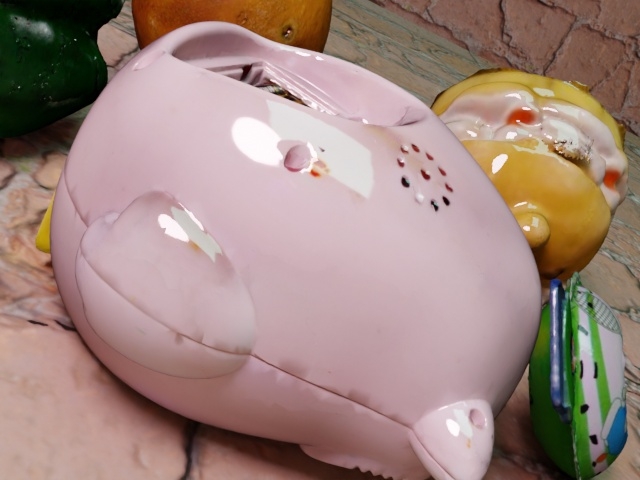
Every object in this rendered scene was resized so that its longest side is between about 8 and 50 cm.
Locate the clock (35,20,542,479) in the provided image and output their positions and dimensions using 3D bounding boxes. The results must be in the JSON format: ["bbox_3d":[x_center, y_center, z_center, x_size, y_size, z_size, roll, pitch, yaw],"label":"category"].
[{"bbox_3d":[0.000,0.000,0.595,0.376,0.250,0.368,34,25,10],"label":"clock"}]

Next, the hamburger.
[{"bbox_3d":[0.227,-0.048,0.914,0.276,0.276,0.237,27,56,-4],"label":"hamburger"}]

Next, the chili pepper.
[{"bbox_3d":[-0.326,-0.228,0.720,0.248,0.233,0.256,39,22,11],"label":"chili pepper"}]

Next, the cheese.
[{"bbox_3d":[0.226,0.118,0.660,0.083,0.204,0.320,-2,-18,22],"label":"cheese"}]

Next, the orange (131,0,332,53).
[{"bbox_3d":[-0.111,-0.309,1.002,0.284,0.284,0.226,-2,33,-46],"label":"orange"}]
